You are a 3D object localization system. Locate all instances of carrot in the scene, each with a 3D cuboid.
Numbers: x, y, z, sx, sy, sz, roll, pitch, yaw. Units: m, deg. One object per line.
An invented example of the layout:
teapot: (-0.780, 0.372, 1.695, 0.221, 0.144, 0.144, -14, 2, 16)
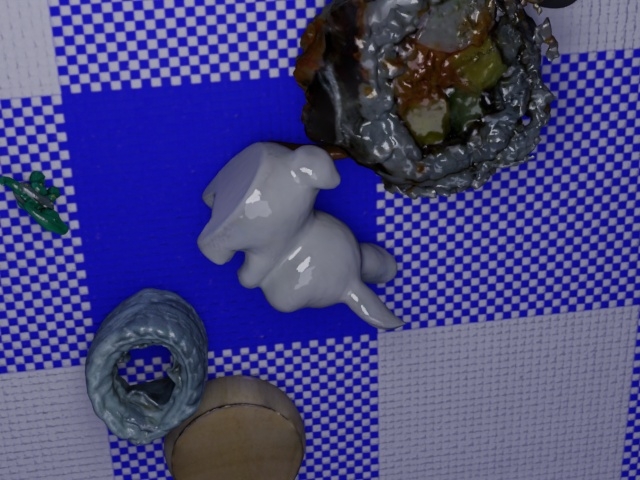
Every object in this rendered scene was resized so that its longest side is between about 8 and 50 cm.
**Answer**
carrot: (-0.006, -0.146, 1.919, 0.190, 0.037, 0.037, -1, 117, -13)

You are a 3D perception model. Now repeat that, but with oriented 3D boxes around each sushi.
sushi: (0.172, -0.262, 1.812, 0.417, 0.176, 0.417, -3, 115, -7)

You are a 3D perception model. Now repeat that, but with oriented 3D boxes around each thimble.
thimble: (-0.294, 0.212, 1.978, 0.205, 0.172, 0.250, 11, 112, -10)

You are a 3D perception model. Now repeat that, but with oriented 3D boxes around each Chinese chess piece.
Chinese chess piece: (-0.154, 0.368, 2.114, 0.257, 0.104, 0.257, -4, 118, -8)

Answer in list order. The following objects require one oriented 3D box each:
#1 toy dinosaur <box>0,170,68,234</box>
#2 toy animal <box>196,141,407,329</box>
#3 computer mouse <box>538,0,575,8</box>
toy dinosaur: (-0.453, -0.062, 1.846, 0.132, 0.096, 0.059, 38, 104, -27)
toy animal: (-0.010, 0.003, 1.881, 0.241, 0.196, 0.367, -29, 122, 26)
computer mouse: (0.384, -0.470, 1.806, 0.120, 0.057, 0.232, 13, 114, -17)
